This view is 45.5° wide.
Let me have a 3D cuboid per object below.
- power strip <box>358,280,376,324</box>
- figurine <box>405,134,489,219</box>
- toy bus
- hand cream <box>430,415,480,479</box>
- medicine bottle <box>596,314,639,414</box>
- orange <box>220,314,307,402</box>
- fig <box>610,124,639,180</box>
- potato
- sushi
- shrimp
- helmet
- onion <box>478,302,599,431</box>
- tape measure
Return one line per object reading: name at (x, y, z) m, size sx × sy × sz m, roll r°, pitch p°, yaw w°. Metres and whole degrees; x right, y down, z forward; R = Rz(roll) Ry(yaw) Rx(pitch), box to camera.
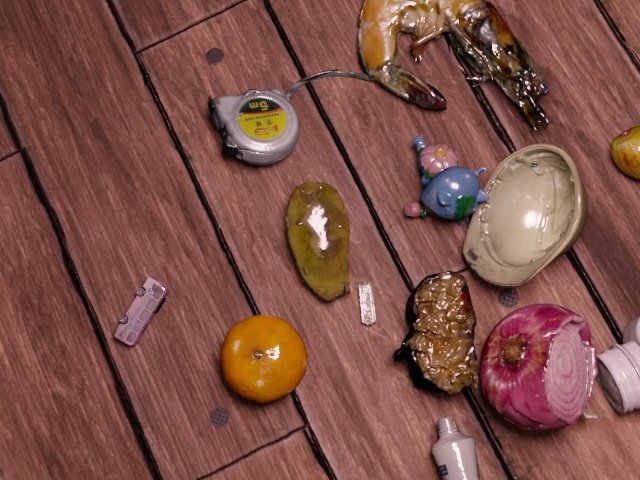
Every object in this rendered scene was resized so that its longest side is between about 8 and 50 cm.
power strip at (0.086, 0.115, 1.405) m, size 0.027 × 0.017 × 0.083 m, roll -6°, pitch 79°, yaw 3°
figurine at (0.219, -0.103, 1.400) m, size 0.114 × 0.144 × 0.178 m, roll -1°, pitch 53°, yaw -32°
toy bus at (-0.334, 0.133, 1.426) m, size 0.052 × 0.037 × 0.130 m, roll 30°, pitch 84°, yaw 7°
hand cream at (0.258, 0.465, 1.283) m, size 0.078 × 0.124 × 0.340 m, roll -15°, pitch 74°, yaw 0°
medicine bottle at (0.638, 0.185, 1.297) m, size 0.324 × 0.124 × 0.179 m, roll -23°, pitch 77°, yaw -1°
orange at (-0.101, 0.208, 1.349) m, size 0.156 × 0.124 × 0.156 m, roll 0°, pitch 81°, yaw 1°
fig at (0.599, -0.132, 1.376) m, size 0.093 × 0.093 × 0.166 m, roll -36°, pitch 80°, yaw -3°
potato at (0.000, 0.000, 1.398) m, size 0.117 × 0.090 × 0.225 m, roll -10°, pitch 86°, yaw -4°
sushi at (0.201, 0.161, 1.339) m, size 0.147 × 0.115 × 0.212 m, roll 2°, pitch 81°, yaw 5°
shrimp at (0.251, -0.346, 1.447) m, size 0.272 × 0.085 × 0.445 m, roll -43°, pitch 76°, yaw -1°
helmet at (0.386, -0.031, 1.352) m, size 0.204 × 0.137 × 0.257 m, roll 36°, pitch 103°, yaw 46°
onion at (0.356, 0.211, 1.288) m, size 0.201 × 0.200 × 0.207 m, roll -2°, pitch 94°, yaw 4°
tape measure at (-0.039, -0.237, 1.469) m, size 0.330 × 0.084 × 0.164 m, roll -12°, pitch 79°, yaw -16°
